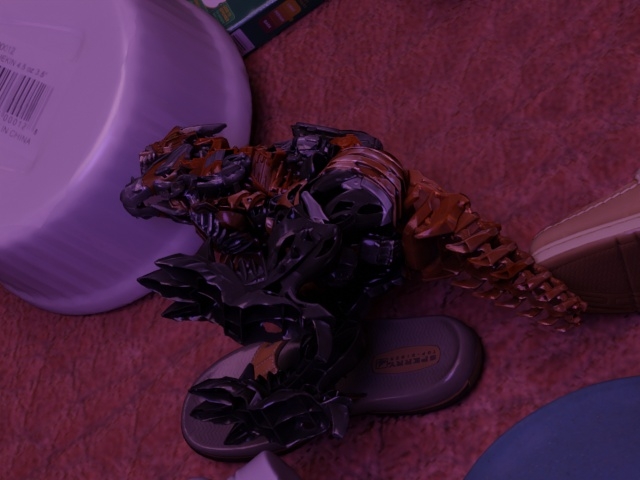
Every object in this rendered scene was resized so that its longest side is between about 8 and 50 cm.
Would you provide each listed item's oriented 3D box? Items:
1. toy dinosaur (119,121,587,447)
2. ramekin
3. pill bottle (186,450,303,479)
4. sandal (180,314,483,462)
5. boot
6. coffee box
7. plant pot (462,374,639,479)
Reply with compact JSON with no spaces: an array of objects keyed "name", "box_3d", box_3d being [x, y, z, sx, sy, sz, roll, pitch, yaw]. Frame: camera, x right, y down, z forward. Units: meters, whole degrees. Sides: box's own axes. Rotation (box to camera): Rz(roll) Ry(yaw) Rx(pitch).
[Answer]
[{"name":"toy dinosaur","box_3d":[0.000,0.000,0.922,0.322,0.164,0.218,-4,40,43]},{"name":"ramekin","box_3d":[-0.204,-0.091,1.126,0.277,0.135,0.277,-11,68,28]},{"name":"pill bottle","box_3d":[-0.090,0.231,0.912,0.215,0.117,0.117,-40,51,2]},{"name":"sandal","box_3d":[-0.001,0.091,0.982,0.219,0.060,0.090,-12,57,22]},{"name":"boot","box_3d":[0.241,-0.078,0.930,0.262,0.095,0.203,-24,52,18]},{"name":"coffee box","box_3d":[-0.053,-0.221,1.208,0.184,0.040,0.113,-35,53,6]},{"name":"plant pot","box_3d":[0.185,0.209,0.698,0.272,0.271,0.255,-34,38,7]}]
